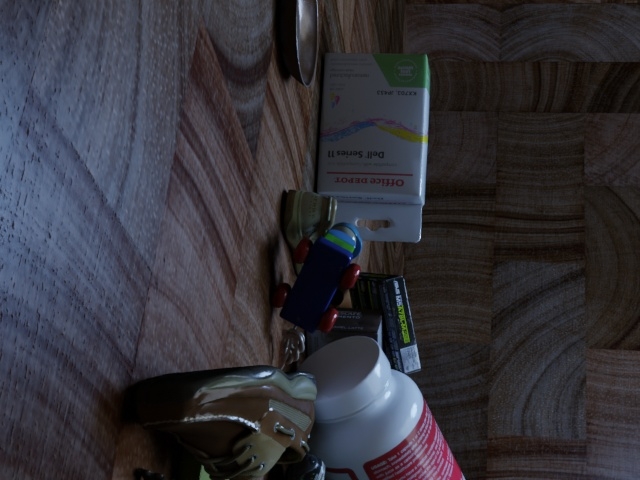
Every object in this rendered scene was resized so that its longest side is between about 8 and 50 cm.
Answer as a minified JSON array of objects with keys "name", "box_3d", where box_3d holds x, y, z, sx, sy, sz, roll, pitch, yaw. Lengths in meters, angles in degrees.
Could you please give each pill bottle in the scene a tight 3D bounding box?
[{"name":"pill bottle","box_3d":[0.109,0.382,1.914,0.407,0.229,0.229,63,22,-25]}]

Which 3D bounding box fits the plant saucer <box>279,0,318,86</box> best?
[{"name":"plant saucer","box_3d":[-0.036,-0.348,1.724,0.198,0.036,0.198,2,90,-80]}]

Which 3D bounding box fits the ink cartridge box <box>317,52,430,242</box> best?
[{"name":"ink cartridge box","box_3d":[0.105,-0.180,2.077,0.119,0.207,0.353,46,46,-79]}]

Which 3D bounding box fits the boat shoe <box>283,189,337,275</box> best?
[{"name":"boat shoe","box_3d":[0.000,0.000,1.843,0.285,0.089,0.104,66,27,-69]}]

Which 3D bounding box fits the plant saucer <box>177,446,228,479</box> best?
[{"name":"plant saucer","box_3d":[-0.131,0.296,1.281,0.241,0.037,0.240,2,90,-80]}]

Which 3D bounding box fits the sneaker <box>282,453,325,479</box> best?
[{"name":"sneaker","box_3d":[0.002,0.493,1.786,0.134,0.146,0.343,-74,162,-56]}]

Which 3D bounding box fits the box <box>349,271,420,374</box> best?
[{"name":"box","box_3d":[0.122,0.161,2.099,0.184,0.045,0.190,-179,-103,-69]}]

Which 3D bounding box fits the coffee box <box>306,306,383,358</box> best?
[{"name":"coffee box","box_3d":[0.051,0.259,2.051,0.098,0.141,0.246,-68,158,-65]}]

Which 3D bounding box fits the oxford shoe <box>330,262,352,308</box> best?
[{"name":"oxford shoe","box_3d":[0.045,0.118,2.257,0.076,0.076,0.212,-57,155,-21]}]

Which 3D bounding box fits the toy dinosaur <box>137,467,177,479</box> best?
[{"name":"toy dinosaur","box_3d":[-0.144,0.328,1.077,0.313,0.121,0.160,78,28,-71]}]

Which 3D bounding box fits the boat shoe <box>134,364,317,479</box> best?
[{"name":"boat shoe","box_3d":[-0.083,0.200,1.146,0.324,0.123,0.119,20,64,-65]}]

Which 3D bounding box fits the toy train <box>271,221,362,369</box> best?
[{"name":"toy train","box_3d":[-0.013,0.091,1.715,0.248,0.105,0.143,-64,175,26]}]
